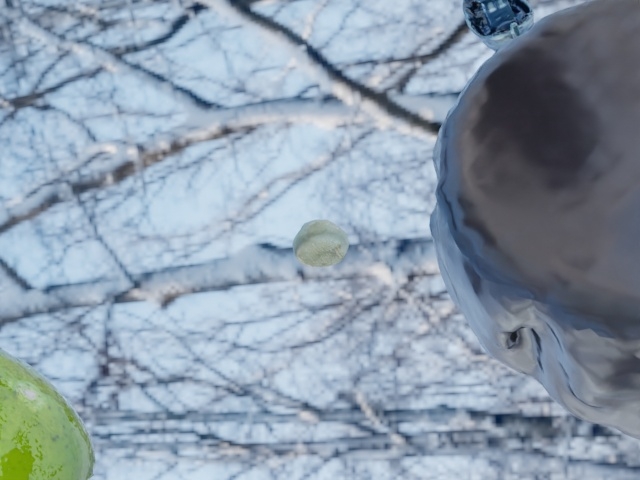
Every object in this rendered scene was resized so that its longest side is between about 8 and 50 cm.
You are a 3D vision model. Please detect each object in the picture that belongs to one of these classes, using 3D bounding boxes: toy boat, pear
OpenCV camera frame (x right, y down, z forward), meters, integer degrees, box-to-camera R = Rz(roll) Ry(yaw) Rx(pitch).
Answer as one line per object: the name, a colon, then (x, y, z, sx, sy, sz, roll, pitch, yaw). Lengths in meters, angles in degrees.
toy boat: (0.170, -0.218, 1.266, 0.061, 0.060, 0.137, 61, -173, -31)
pear: (-0.446, 0.211, 1.513, 0.318, 0.342, 0.238, 52, -134, -13)

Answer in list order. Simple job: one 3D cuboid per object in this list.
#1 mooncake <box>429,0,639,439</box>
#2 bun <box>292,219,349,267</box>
mooncake: (0.268, -0.036, 1.055, 0.381, 0.350, 0.212, -32, -36, -14)
bun: (0.000, 0.000, 1.970, 0.086, 0.086, 0.055, 51, -155, -45)
